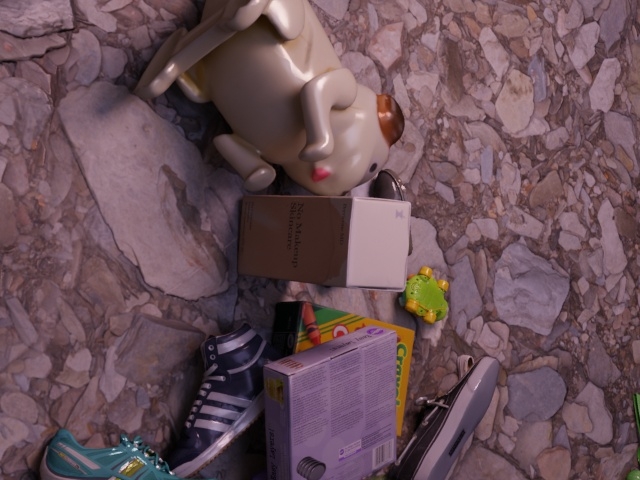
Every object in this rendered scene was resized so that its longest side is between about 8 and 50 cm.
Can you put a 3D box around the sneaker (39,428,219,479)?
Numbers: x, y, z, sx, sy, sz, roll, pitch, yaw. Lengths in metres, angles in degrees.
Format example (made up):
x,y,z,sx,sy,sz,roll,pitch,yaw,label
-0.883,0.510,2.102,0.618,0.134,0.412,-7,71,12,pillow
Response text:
x,y,z,sx,sy,sz,roll,pitch,yaw,label
-0.277,0.345,1.534,0.275,0.107,0.110,13,65,-12,sneaker

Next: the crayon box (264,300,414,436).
x,y,z,sx,sy,sz,roll,pitch,yaw,label
0.055,0.238,1.846,0.318,0.081,0.202,17,75,-36,crayon box

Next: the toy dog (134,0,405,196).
x,y,z,sx,sy,sz,roll,pitch,yaw,label
-0.055,-0.240,1.724,0.408,0.284,0.395,45,26,-23,toy dog

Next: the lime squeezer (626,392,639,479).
x,y,z,sx,sy,sz,roll,pitch,yaw,label
0.718,0.512,2.340,0.110,0.059,0.310,40,64,-28,lime squeezer

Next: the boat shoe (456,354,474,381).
x,y,z,sx,sy,sz,roll,pitch,yaw,label
0.300,0.279,2.056,0.035,0.035,0.100,-7,90,-38,boat shoe

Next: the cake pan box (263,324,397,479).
x,y,z,sx,sy,sz,roll,pitch,yaw,label
0.026,0.287,1.690,0.266,0.070,0.246,-18,115,-41,cake pan box

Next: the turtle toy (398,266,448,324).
x,y,z,sx,sy,sz,roll,pitch,yaw,label
0.201,0.114,1.977,0.130,0.066,0.095,37,67,-29,turtle toy

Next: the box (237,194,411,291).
x,y,z,sx,sy,sz,roll,pitch,yaw,label
0.000,0.000,1.674,0.121,0.311,0.148,5,88,-37,box

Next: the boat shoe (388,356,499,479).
x,y,z,sx,sy,sz,roll,pitch,yaw,label
0.234,0.342,1.956,0.306,0.105,0.113,-58,147,-16,boat shoe

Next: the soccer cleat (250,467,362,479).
x,y,z,sx,sy,sz,roll,pitch,yaw,label
-0.025,0.389,1.774,0.248,0.083,0.095,2,76,-39,soccer cleat

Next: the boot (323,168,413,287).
x,y,z,sx,sy,sz,roll,pitch,yaw,label
0.070,-0.025,1.897,0.208,0.076,0.190,-14,92,-31,boot

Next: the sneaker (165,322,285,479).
x,y,z,sx,sy,sz,roll,pitch,yaw,label
-0.182,0.256,1.656,0.282,0.099,0.153,-42,93,-16,sneaker
